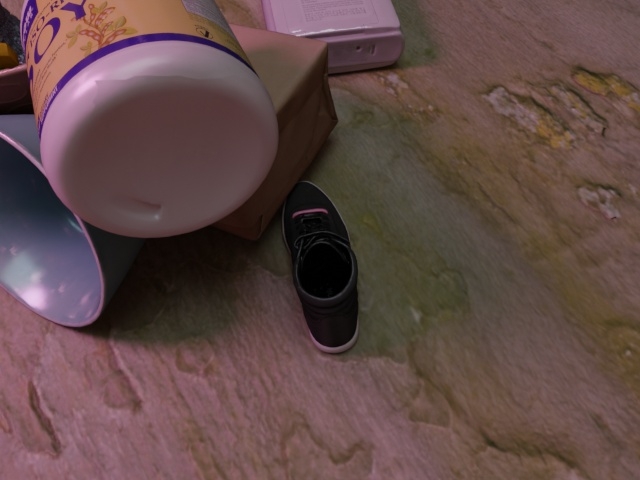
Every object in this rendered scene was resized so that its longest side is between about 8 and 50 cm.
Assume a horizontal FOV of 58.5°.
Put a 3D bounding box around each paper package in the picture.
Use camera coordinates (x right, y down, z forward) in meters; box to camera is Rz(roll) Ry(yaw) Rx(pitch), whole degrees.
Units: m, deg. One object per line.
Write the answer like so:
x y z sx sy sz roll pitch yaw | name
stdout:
-0.180 -0.198 0.920 0.324 0.168 0.310 19 60 22 | paper package

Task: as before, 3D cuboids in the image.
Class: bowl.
-0.363 -0.050 0.804 0.311 0.312 0.163 26 41 15 | bowl

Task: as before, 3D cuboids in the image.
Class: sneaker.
0.000 0.000 0.834 0.104 0.147 0.296 -10 57 -4 | sneaker

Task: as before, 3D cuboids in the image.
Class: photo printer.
0.010 -0.474 1.149 0.255 0.107 0.308 -9 58 -6 | photo printer

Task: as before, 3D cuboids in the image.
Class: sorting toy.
-0.461 -0.255 0.899 0.228 0.307 0.041 -12 87 -3 | sorting toy

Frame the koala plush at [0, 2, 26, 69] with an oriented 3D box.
-0.615 -0.392 1.028 0.203 0.221 0.196 -7 58 -5 | koala plush

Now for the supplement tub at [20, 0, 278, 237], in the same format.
-0.211 -0.194 0.670 0.240 0.241 0.331 -20 54 -12 | supplement tub
